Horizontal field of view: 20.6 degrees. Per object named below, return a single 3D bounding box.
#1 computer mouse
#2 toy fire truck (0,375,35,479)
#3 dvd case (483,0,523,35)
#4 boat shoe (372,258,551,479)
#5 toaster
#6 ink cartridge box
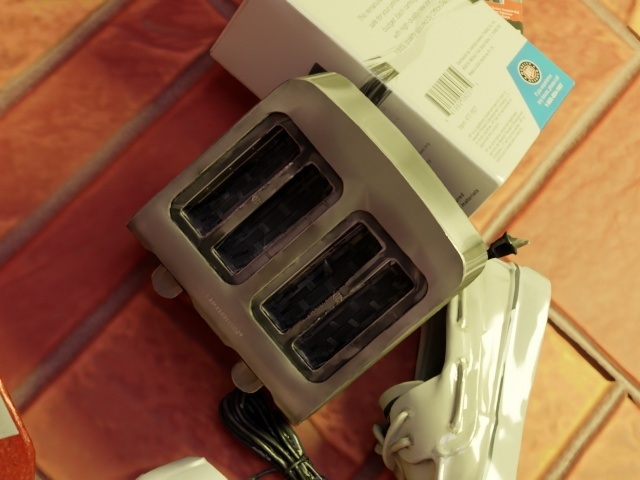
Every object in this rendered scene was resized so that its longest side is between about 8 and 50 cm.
[{"bbox_3d":[-0.080,0.167,1.053,0.193,0.042,0.106,-30,83,-29],"label":"computer mouse"},{"bbox_3d":[-0.281,0.186,0.918,0.302,0.169,0.254,-29,106,-28],"label":"toy fire truck"},{"bbox_3d":[0.108,-0.197,1.292,0.087,0.013,0.119,8,68,-18],"label":"dvd case"},{"bbox_3d":[0.078,0.119,1.107,0.088,0.096,0.267,21,61,-7],"label":"boat shoe"},{"bbox_3d":[0.000,0.000,1.070,0.186,0.110,0.168,-40,88,12],"label":"toaster"},{"bbox_3d":[0.050,-0.116,1.176,0.203,0.086,0.148,41,43,0],"label":"ink cartridge box"}]
